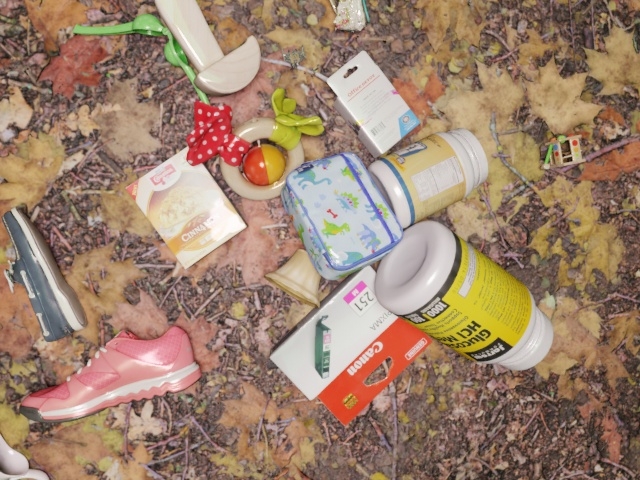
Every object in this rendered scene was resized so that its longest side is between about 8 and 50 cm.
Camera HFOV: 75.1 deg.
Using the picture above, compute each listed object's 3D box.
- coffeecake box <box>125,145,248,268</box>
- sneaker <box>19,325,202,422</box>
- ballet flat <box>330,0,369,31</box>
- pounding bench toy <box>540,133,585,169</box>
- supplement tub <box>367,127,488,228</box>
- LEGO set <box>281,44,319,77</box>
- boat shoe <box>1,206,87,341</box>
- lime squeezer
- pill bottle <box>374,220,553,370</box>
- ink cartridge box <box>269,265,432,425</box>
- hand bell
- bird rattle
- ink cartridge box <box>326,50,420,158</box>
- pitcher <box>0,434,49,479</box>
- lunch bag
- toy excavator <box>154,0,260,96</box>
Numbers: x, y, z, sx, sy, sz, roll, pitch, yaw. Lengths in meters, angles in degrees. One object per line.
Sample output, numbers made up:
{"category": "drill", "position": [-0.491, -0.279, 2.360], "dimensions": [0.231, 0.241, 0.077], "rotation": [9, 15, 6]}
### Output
{"category": "coffeecake box", "position": [-0.252, -0.063, 0.806], "dimensions": [0.142, 0.068, 0.186], "rotation": [-35, 96, -3]}
{"category": "sneaker", "position": [-0.395, 0.245, 0.796], "dimensions": [0.313, 0.116, 0.136], "rotation": [-11, 84, -13]}
{"category": "ballet flat", "position": [0.040, -0.531, 0.819], "dimensions": [0.077, 0.091, 0.241], "rotation": [-9, 90, 16]}
{"category": "pounding bench toy", "position": [0.516, -0.193, 0.905], "dimensions": [0.083, 0.052, 0.065], "rotation": [-13, 94, -6]}
{"category": "supplement tub", "position": [0.208, -0.125, 0.823], "dimensions": [0.199, 0.144, 0.144], "rotation": [-26, 95, -6]}
{"category": "LEGO set", "position": [-0.044, -0.362, 0.846], "dimensions": [0.054, 0.023, 0.083], "rotation": [-44, 110, -1]}
{"category": "boat shoe", "position": [-0.526, 0.066, 0.768], "dimensions": [0.079, 0.095, 0.255], "rotation": [-25, 105, -17]}
{"category": "lime squeezer", "position": [-0.309, -0.355, 0.792], "dimensions": [0.310, 0.059, 0.110], "rotation": [33, 88, -8]}
{"category": "pill bottle", "position": [0.285, 0.121, 0.809], "dimensions": [0.333, 0.188, 0.188], "rotation": [32, 88, -19]}
{"category": "ink cartridge box", "position": [0.073, 0.225, 0.866], "dimensions": [0.275, 0.060, 0.239], "rotation": [-43, 96, -4]}
{"category": "hand bell", "position": [0.000, 0.000, 0.840], "dimensions": [0.126, 0.126, 0.242], "rotation": [31, 75, -7]}
{"category": "bird rattle", "position": [-0.116, -0.163, 0.775], "dimensions": [0.253, 0.143, 0.207], "rotation": [-24, 129, -19]}
{"category": "ink cartridge box", "position": [0.100, -0.272, 0.844], "dimensions": [0.104, 0.061, 0.181], "rotation": [-40, 97, -4]}
{"category": "pitcher", "position": [-0.640, 0.481, 0.765], "dimensions": [0.207, 0.125, 0.178], "rotation": [-43, 112, -15]}
{"category": "lunch bag", "position": [0.040, -0.052, 0.780], "dimensions": [0.176, 0.090, 0.219], "rotation": [-21, 75, -24]}
{"category": "toy excavator", "position": [-0.235, -0.540, 0.708], "dimensions": [0.432, 0.222, 0.445], "rotation": [28, 91, -27]}
